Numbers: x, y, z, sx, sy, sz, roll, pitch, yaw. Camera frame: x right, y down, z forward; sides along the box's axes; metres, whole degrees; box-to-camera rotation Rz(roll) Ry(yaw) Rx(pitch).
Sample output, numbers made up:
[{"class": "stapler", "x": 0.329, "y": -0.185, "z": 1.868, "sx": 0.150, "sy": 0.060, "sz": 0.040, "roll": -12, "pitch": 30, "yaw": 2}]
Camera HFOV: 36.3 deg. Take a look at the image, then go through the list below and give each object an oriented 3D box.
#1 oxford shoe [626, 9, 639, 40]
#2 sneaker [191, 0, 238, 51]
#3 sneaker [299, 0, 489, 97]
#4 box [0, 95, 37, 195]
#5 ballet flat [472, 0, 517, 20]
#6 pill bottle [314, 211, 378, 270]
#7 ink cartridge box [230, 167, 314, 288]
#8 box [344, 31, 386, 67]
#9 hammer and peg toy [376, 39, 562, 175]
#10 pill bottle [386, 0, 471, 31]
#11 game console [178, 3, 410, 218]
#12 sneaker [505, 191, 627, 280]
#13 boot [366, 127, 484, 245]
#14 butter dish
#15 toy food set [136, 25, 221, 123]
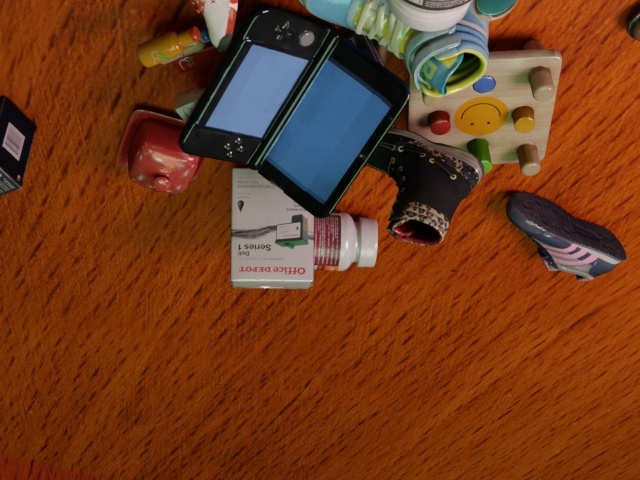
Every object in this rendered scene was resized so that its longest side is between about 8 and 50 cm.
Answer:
[{"class": "oxford shoe", "x": 0.613, "y": -0.358, "z": 1.570, "sx": 0.227, "sy": 0.096, "sz": 0.083, "roll": -13, "pitch": 141, "yaw": 16}, {"class": "sneaker", "x": -0.193, "y": -0.415, "z": 1.481, "sx": 0.145, "sy": 0.090, "sz": 0.270, "roll": 5, "pitch": 137, "yaw": -6}, {"class": "sneaker", "x": 0.121, "y": -0.325, "z": 1.504, "sx": 0.319, "sy": 0.208, "sz": 0.127, "roll": 6, "pitch": 143, "yaw": -9}, {"class": "box", "x": -0.607, "y": -0.152, "z": 1.735, "sx": 0.158, "sy": 0.156, "sz": 0.093, "roll": -18, "pitch": 137, "yaw": 20}, {"class": "ballet flat", "x": 0.278, "y": -0.378, "z": 1.491, "sx": 0.057, "sy": 0.168, "sz": 0.052, "roll": 37, "pitch": 151, "yaw": 5}, {"class": "pill bottle", "x": 0.000, "y": 0.000, "z": 1.970, "sx": 0.221, "sy": 0.121, "sz": 0.121, "roll": 3, "pitch": 141, "yaw": -5}, {"class": "ink cartridge box", "x": -0.091, "y": -0.021, "z": 1.856, "sx": 0.160, "sy": 0.219, "sz": 0.092, "roll": 0, "pitch": 171, "yaw": -3}, {"class": "box", "x": 0.035, "y": -0.271, "z": 1.655, "sx": 0.162, "sy": 0.029, "sz": 0.116, "roll": -26, "pitch": 90, "yaw": 30}, {"class": "hammer and peg toy", "x": 0.224, "y": -0.224, "z": 1.695, "sx": 0.361, "sy": 0.127, "sz": 0.266, "roll": -2, "pitch": 141, "yaw": 1}, {"class": "pill bottle", "x": 0.163, "y": -0.412, "z": 1.332, "sx": 0.162, "sy": 0.162, "sz": 0.278, "roll": 0, "pitch": 162, "yaw": -1}, {"class": "game console", "x": -0.046, "y": -0.201, "z": 1.604, "sx": 0.250, "sy": 0.173, "sz": 0.293, "roll": 6, "pitch": 127, "yaw": -45}, {"class": "sneaker", "x": 0.480, "y": 0.008, "z": 2.004, "sx": 0.319, "sy": 0.112, "sz": 0.131, "roll": 24, "pitch": 132, "yaw": -26}, {"class": "boot", "x": 0.136, "y": -0.093, "z": 1.633, "sx": 0.236, "sy": 0.178, "sz": 0.085, "roll": 17, "pitch": 144, "yaw": 21}, {"class": "butter dish", "x": -0.288, "y": -0.141, "z": 1.790, "sx": 0.160, "sy": 0.118, "sz": 0.160, "roll": 14, "pitch": 138, "yaw": -19}, {"class": "toy food set", "x": -0.196, "y": -0.276, "z": 1.630, "sx": 0.105, "sy": 0.111, "sz": 0.232, "roll": -18, "pitch": 136, "yaw": 20}]
